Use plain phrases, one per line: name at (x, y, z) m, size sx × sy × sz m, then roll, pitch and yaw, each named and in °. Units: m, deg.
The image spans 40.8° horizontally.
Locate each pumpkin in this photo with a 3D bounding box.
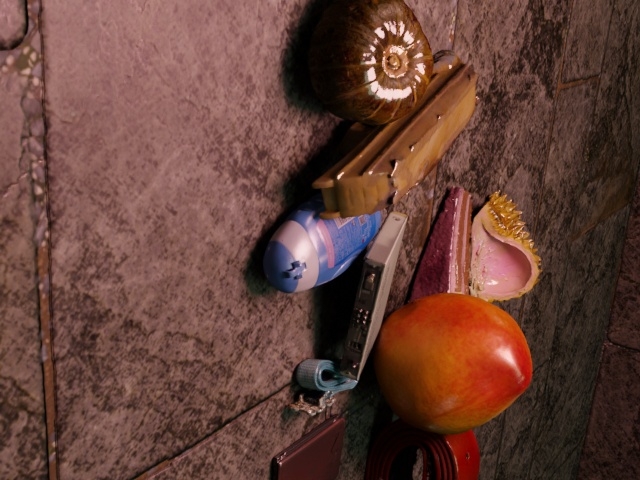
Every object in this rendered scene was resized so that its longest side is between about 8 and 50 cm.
pumpkin at (0.075, -0.287, 1.368) m, size 0.219 × 0.162 × 0.219 m, roll 1°, pitch 88°, yaw -38°

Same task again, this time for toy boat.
toy boat at (0.129, -0.187, 1.478) m, size 0.445 × 0.162 × 0.136 m, roll -48°, pitch 140°, yaw -38°

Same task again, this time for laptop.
laptop at (-0.026, 0.441, 1.672) m, size 0.207 × 0.026 × 0.154 m, roll -23°, pitch 126°, yaw -49°

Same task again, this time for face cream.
face cream at (0.000, 0.000, 1.440) m, size 0.264 × 0.083 × 0.149 m, roll -35°, pitch 121°, yaw -44°

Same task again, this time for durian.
durian at (0.449, -0.002, 2.128) m, size 0.196 × 0.185 × 0.305 m, roll -66°, pitch 148°, yaw -57°

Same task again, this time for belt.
belt at (0.217, 0.518, 1.893) m, size 0.115 × 0.227 × 0.324 m, roll -12°, pitch 125°, yaw -51°
belt at (0.015, 0.269, 1.618) m, size 0.179 × 0.065 × 0.100 m, roll 9°, pitch 87°, yaw -57°

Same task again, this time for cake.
cake at (0.288, 0.027, 1.890) m, size 0.116 × 0.112 × 0.295 m, roll 33°, pitch 71°, yaw -59°

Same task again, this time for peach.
peach at (0.264, 0.235, 1.723) m, size 0.289 × 0.289 × 0.308 m, roll -48°, pitch -179°, yaw -34°

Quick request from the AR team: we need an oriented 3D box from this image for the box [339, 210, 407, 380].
box at (0.096, 0.102, 1.589) m, size 0.211 × 0.045 × 0.270 m, roll -58°, pitch 162°, yaw -54°
